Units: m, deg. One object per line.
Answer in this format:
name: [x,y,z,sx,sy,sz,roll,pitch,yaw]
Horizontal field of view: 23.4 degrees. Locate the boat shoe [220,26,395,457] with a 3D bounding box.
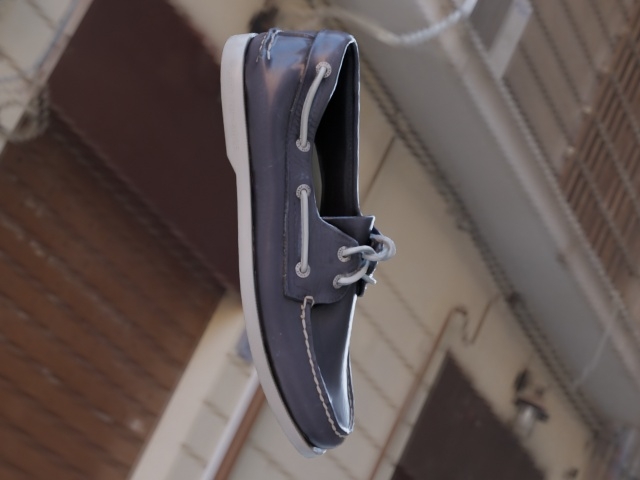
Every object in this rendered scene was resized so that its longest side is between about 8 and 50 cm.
boat shoe: [0.000,0.000,0.732,0.065,0.206,0.075,-8,1,16]
